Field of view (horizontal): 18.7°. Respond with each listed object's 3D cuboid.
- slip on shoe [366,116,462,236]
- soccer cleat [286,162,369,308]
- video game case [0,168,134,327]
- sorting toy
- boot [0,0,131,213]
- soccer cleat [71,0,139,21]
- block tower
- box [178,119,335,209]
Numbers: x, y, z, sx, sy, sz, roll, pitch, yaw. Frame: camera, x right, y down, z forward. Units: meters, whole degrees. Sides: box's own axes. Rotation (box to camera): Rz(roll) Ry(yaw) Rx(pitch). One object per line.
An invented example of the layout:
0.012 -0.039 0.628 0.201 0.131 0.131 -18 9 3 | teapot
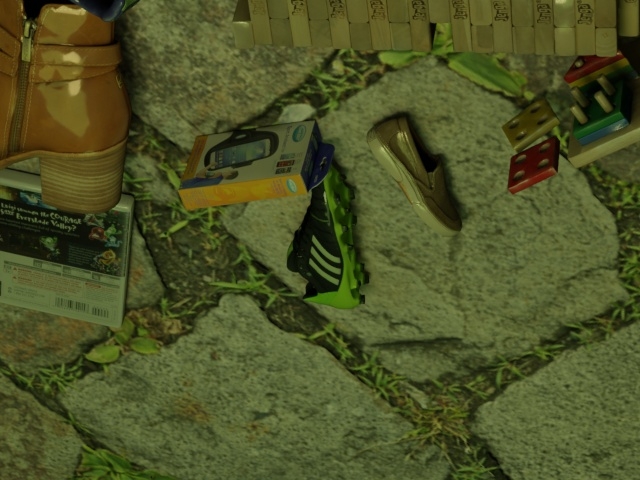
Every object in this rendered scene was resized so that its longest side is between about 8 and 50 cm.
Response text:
0.096 -0.059 1.777 0.041 0.051 0.135 -30 114 20 | slip on shoe
0.000 0.000 1.843 0.072 0.060 0.179 2 135 13 | soccer cleat
-0.283 0.004 1.935 0.190 0.022 0.173 12 134 2 | video game case
0.252 -0.136 1.610 0.274 0.132 0.046 -25 121 31 | sorting toy
-0.307 -0.146 1.752 0.283 0.109 0.220 14 127 15 | boot
-0.258 -0.287 1.594 0.289 0.121 0.093 34 130 -18 | soccer cleat
0.094 -0.216 1.602 0.335 0.091 0.097 1 131 11 | block tower
-0.056 -0.070 1.775 0.136 0.081 0.028 -9 129 19 | box
